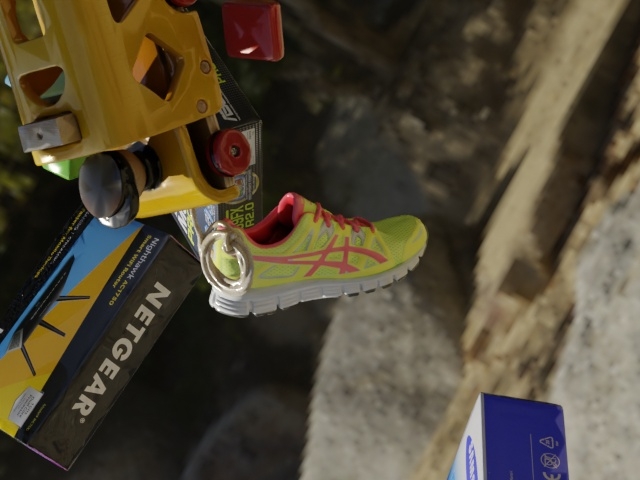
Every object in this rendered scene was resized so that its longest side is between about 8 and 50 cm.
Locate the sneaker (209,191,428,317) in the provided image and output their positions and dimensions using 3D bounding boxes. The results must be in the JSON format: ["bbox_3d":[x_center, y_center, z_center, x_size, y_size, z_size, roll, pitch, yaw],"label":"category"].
[{"bbox_3d":[0.000,0.000,1.563,0.081,0.209,0.094,26,126,61],"label":"sneaker"}]

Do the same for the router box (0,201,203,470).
[{"bbox_3d":[-0.178,0.065,1.301,0.133,0.046,0.179,19,72,52],"label":"router box"}]

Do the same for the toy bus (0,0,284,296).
[{"bbox_3d":[-0.120,-0.077,1.003,0.104,0.202,0.191,-23,-35,-45],"label":"toy bus"}]

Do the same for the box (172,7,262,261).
[{"bbox_3d":[-0.137,-0.101,2.092,0.060,0.216,0.270,-19,-39,-18],"label":"box"}]

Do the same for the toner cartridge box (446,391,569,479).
[{"bbox_3d":[0.143,0.302,1.386,0.347,0.075,0.165,-87,9,-48],"label":"toner cartridge box"}]
